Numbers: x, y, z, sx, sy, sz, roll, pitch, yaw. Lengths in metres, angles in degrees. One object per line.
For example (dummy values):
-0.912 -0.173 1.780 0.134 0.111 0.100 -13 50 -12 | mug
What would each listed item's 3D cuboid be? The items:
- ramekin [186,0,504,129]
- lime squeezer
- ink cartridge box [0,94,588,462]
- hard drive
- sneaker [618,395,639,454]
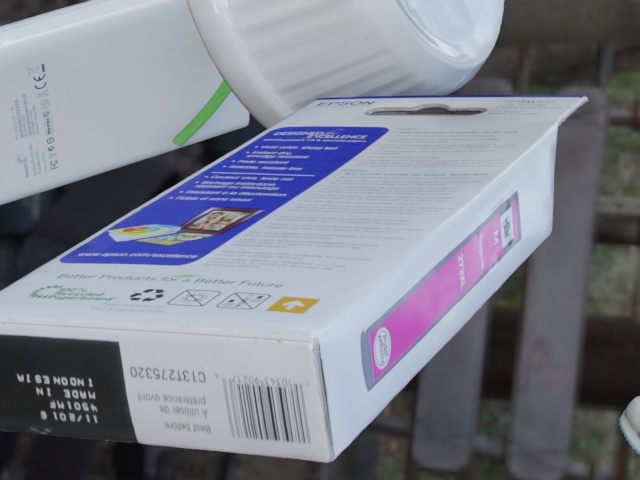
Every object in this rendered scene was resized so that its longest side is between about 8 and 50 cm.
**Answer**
0.023 -0.205 1.210 0.273 0.127 0.273 27 58 -53 | ramekin
-0.090 -0.210 1.701 0.059 0.110 0.310 -90 -177 -53 | lime squeezer
0.000 0.000 0.889 0.371 0.175 0.069 -41 127 -57 | ink cartridge box
-0.219 -0.149 1.749 0.040 0.307 0.203 56 -23 37 | hard drive
0.342 0.175 1.529 0.087 0.228 0.092 27 93 -25 | sneaker
